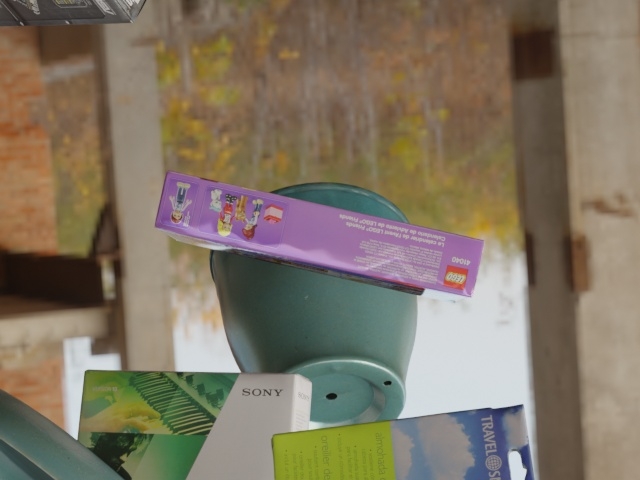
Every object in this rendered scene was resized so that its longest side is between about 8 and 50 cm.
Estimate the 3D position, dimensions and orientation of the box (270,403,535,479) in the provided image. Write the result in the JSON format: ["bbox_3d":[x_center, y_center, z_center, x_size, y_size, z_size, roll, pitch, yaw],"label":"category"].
[{"bbox_3d":[0.058,0.177,1.056,0.178,0.109,0.042,-8,147,5],"label":"box"}]

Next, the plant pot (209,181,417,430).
[{"bbox_3d":[0.004,0.111,1.937,0.272,0.255,0.271,-5,138,-4],"label":"plant pot"}]

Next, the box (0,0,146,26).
[{"bbox_3d":[-0.281,-0.281,1.353,0.183,0.056,0.231,4,150,34],"label":"box"}]

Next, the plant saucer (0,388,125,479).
[{"bbox_3d":[-0.218,0.212,1.297,0.043,0.317,0.317,-51,-155,-22],"label":"plant saucer"}]

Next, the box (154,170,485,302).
[{"bbox_3d":[0.000,0.000,1.458,0.293,0.057,0.201,13,177,1],"label":"box"}]

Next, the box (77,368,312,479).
[{"bbox_3d":[-0.135,0.288,1.515,0.232,0.322,0.058,-1,164,17],"label":"box"}]
